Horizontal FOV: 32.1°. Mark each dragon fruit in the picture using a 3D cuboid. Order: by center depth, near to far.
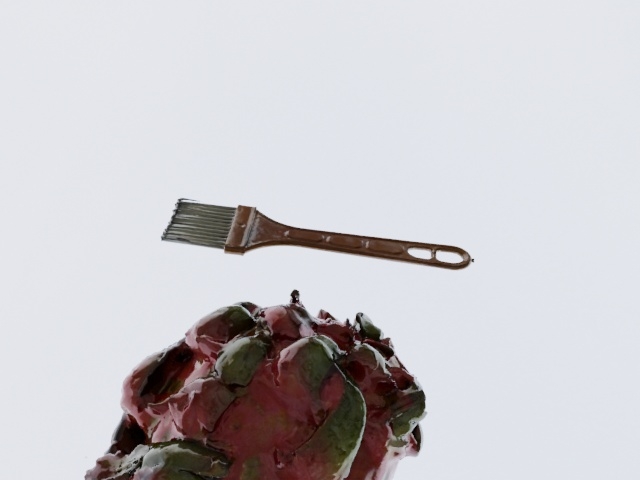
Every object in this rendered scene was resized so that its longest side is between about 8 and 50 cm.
[{"bbox_3d":[-0.055,0.175,0.974,0.303,0.231,0.237,-20,-73,-13],"label":"dragon fruit"}]

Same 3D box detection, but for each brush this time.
[{"bbox_3d":[0.000,0.000,1.130,0.314,0.090,0.017,7,-58,2],"label":"brush"}]
